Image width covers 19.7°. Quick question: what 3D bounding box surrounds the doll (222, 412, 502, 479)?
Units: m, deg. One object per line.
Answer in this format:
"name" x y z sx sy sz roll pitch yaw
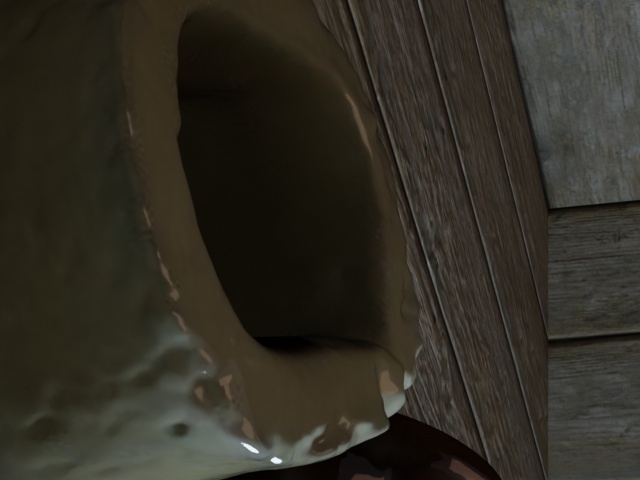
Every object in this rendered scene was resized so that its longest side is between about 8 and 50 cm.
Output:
"doll" -0.029 0.248 1.135 0.209 0.317 0.340 -38 -145 50

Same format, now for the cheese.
"cheese" -0.073 -0.006 0.996 0.332 0.153 0.292 8 68 -63
